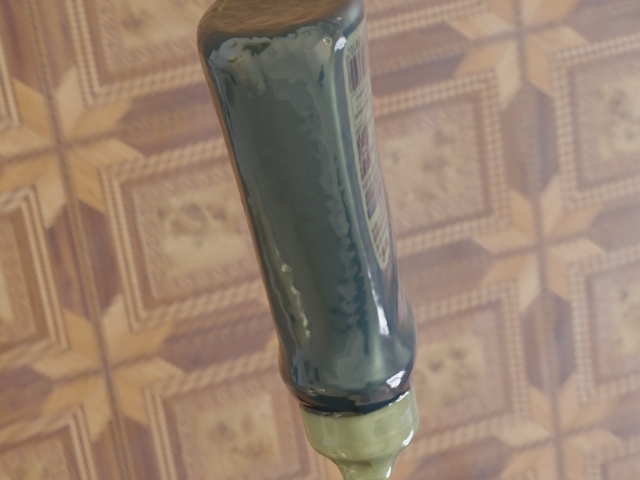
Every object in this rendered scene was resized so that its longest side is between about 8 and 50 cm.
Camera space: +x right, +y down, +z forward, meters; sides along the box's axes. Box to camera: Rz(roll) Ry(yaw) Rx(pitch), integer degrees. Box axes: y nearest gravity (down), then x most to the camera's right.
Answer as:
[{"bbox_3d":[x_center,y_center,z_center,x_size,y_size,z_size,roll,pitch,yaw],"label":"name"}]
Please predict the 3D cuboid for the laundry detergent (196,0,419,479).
[{"bbox_3d":[0.000,0.000,1.042,0.094,0.143,0.290,-8,111,4],"label":"laundry detergent"}]
